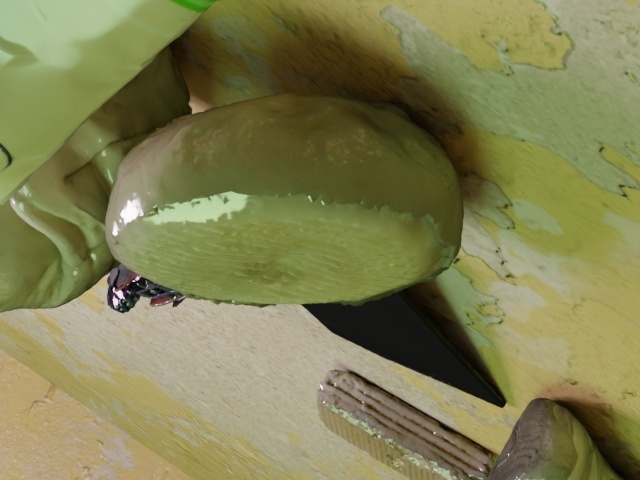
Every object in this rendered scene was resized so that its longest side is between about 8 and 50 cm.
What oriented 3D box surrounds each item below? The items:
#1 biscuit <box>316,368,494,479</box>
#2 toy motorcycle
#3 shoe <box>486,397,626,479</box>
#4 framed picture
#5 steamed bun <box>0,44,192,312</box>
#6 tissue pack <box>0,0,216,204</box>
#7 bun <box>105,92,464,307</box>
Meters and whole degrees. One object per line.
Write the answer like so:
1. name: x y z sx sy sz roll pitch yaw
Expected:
1. biscuit: 0.103 0.244 1.921 0.239 0.062 0.108 28 160 18
2. toy motorcycle: -0.180 0.014 1.794 0.084 0.118 0.212 27 155 -29
3. shoe: 0.277 0.276 1.613 0.211 0.132 0.342 26 164 13
4. framed picture: 0.037 0.070 1.620 0.244 0.013 0.324 21 164 35
5. steamed bun: -0.229 -0.068 1.385 0.206 0.275 0.320 35 123 -21
6. tissue pack: -0.215 -0.261 0.845 0.405 0.205 0.332 41 134 -16
7. bun: -0.030 -0.040 1.246 0.287 0.146 0.287 -3 161 -1
